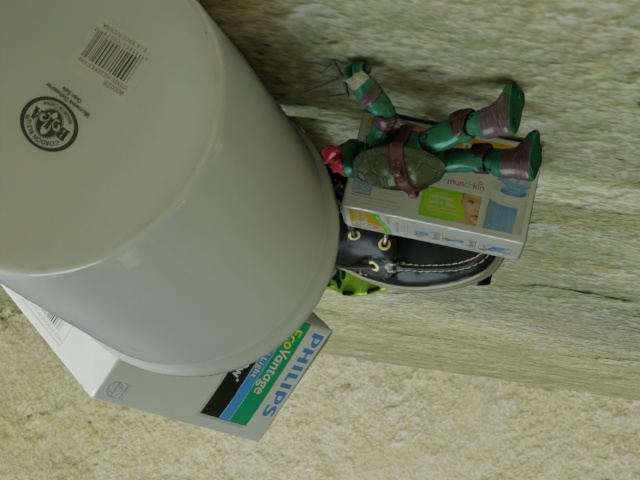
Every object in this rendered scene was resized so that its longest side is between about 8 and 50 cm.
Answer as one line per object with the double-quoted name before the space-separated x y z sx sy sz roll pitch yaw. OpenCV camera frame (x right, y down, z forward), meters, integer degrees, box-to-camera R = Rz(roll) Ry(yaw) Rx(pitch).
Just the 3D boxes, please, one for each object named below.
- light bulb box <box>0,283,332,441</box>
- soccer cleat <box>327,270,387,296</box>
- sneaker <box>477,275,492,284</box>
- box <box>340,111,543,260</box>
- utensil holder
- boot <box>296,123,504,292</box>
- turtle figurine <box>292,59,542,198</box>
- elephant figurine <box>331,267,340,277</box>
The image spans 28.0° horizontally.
"light bulb box" -0.243 0.098 2.001 0.361 0.225 0.358 25 -169 -46
"soccer cleat" 0.010 0.038 2.170 0.289 0.093 0.121 0 -166 32
"sneaker" 0.193 0.021 1.827 0.097 0.084 0.234 11 169 13
"box" 0.133 -0.059 1.424 0.203 0.114 0.103 11 170 6
"utensil holder" -0.182 -0.058 1.257 0.328 0.327 0.385 9 167 17
"boot" 0.021 -0.045 1.589 0.378 0.138 0.284 13 170 27
"turtle figurine" 0.095 -0.101 1.292 0.234 0.118 0.175 1 164 26
"elephant figurine" 0.000 0.000 1.849 0.239 0.186 0.169 -21 103 52
